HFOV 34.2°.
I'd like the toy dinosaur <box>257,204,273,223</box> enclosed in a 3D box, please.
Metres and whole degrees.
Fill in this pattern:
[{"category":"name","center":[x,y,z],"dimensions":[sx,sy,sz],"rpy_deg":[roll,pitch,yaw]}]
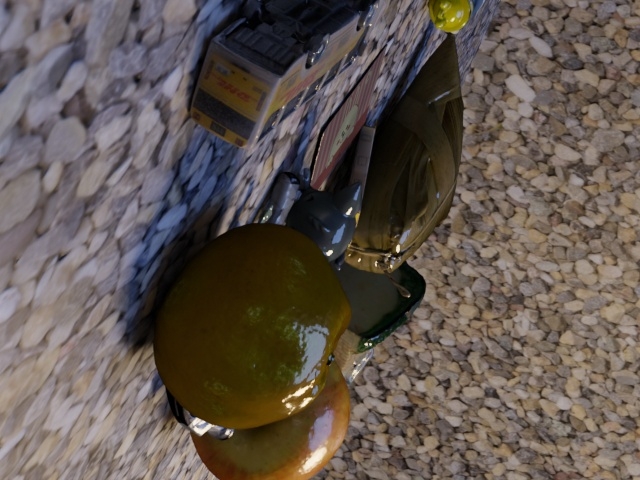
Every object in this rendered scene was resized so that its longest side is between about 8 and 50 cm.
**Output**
[{"category":"toy dinosaur","center":[-0.128,0.027,1.530],"dimensions":[0.187,0.044,0.106],"rpy_deg":[-59,-172,36]}]

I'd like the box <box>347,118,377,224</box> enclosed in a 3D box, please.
[{"category":"box","center":[0.073,-0.120,2.116],"dimensions":[0.129,0.033,0.247],"rpy_deg":[104,-1,-54]}]

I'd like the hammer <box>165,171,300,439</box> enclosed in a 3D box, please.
[{"category":"hammer","center":[-0.117,0.093,1.599],"dimensions":[0.152,0.044,0.427],"rpy_deg":[40,68,-51]}]

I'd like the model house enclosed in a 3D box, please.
[{"category":"model house","center":[0.065,0.184,2.463],"dimensions":[0.298,0.243,0.284],"rpy_deg":[-39,161,-44]}]

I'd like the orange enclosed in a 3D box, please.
[{"category":"orange","center":[-0.085,0.114,1.364],"dimensions":[0.279,0.235,0.279],"rpy_deg":[-56,174,-9]}]

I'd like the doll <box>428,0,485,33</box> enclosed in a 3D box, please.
[{"category":"doll","center":[0.292,-0.510,2.221],"dimensions":[0.135,0.099,0.241],"rpy_deg":[-42,-177,34]}]

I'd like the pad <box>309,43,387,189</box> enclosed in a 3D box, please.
[{"category":"pad","center":[0.048,-0.211,1.930],"dimensions":[0.300,0.005,0.202],"rpy_deg":[-57,168,-42]}]

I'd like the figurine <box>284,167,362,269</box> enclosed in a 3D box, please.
[{"category":"figurine","center":[-0.012,-0.005,1.765],"dimensions":[0.193,0.140,0.265],"rpy_deg":[-56,166,-10]}]

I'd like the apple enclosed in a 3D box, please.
[{"category":"apple","center":[-0.087,0.276,1.738],"dimensions":[0.286,0.286,0.233],"rpy_deg":[-64,170,5]}]

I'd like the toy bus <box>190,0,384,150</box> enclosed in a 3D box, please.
[{"category":"toy bus","center":[-0.025,-0.222,1.197],"dimensions":[0.342,0.097,0.138],"rpy_deg":[-49,166,-56]}]

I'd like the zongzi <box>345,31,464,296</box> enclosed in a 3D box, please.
[{"category":"zongzi","center":[0.166,-0.183,2.230],"dimensions":[0.500,0.218,0.467],"rpy_deg":[-47,144,-60]}]
